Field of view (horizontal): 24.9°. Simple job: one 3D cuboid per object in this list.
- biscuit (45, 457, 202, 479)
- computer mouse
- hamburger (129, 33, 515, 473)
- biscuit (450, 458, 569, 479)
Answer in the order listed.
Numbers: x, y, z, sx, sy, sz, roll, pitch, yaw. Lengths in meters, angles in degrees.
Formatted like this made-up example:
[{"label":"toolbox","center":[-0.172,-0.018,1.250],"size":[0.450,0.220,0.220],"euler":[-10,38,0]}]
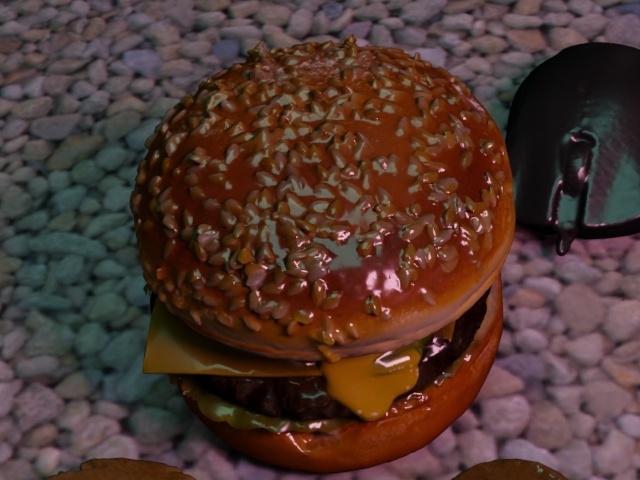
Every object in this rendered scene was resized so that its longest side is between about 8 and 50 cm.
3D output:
[{"label":"biscuit","center":[-0.139,0.232,0.934],"size":[0.226,0.042,0.226],"euler":[-4,44,4]},{"label":"computer mouse","center":[0.219,-0.096,1.193],"size":[0.147,0.088,0.264],"euler":[4,49,14]},{"label":"hamburger","center":[0.000,0.000,1.023],"size":[0.291,0.225,0.291],"euler":[-4,48,4]},{"label":"biscuit","center":[0.051,0.256,0.809],"size":[0.197,0.049,0.301],"euler":[34,87,29]}]
